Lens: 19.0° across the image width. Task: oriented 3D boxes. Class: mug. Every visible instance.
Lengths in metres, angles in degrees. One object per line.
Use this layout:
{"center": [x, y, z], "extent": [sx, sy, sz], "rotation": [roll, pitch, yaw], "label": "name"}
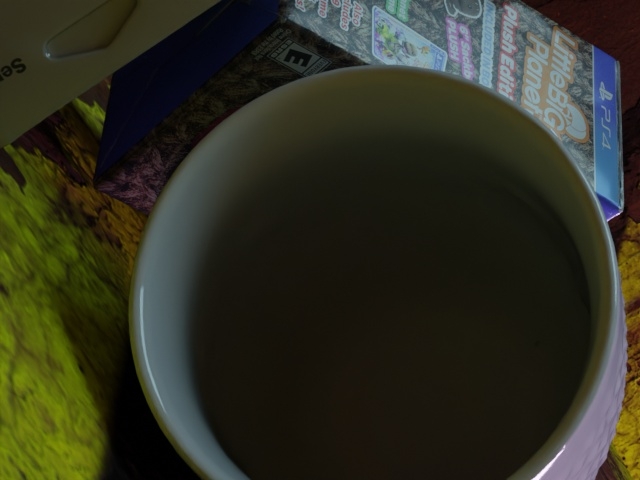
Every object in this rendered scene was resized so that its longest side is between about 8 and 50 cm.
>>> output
{"center": [0.054, 0.124, 1.180], "extent": [0.328, 0.276, 0.374], "rotation": [61, 28, -69], "label": "mug"}

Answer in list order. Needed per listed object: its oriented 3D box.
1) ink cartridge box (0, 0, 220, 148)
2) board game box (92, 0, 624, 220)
{"center": [-0.149, -0.196, 1.212], "extent": [0.121, 0.211, 0.289], "rotation": [53, 10, -18], "label": "ink cartridge box"}
{"center": [0.028, -0.082, 1.342], "extent": [0.291, 0.232, 0.141], "rotation": [26, 48, -26], "label": "board game box"}
